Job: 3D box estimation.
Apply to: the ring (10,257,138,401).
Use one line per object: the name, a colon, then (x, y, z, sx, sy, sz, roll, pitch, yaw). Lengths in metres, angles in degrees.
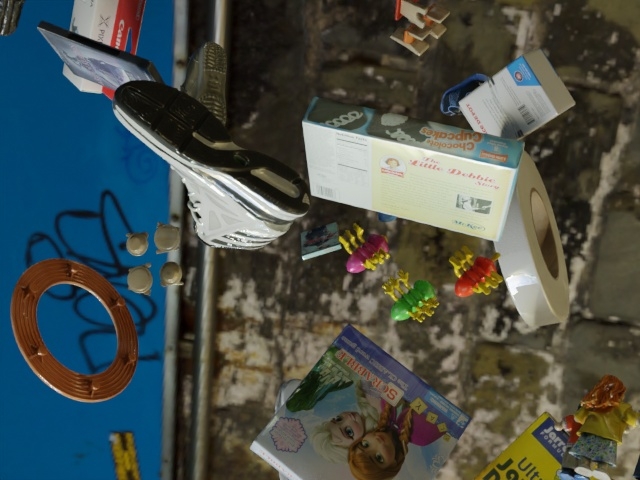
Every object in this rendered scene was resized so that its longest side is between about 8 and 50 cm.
ring: (-0.520, 0.187, 1.685, 0.336, 0.032, 0.336, 41, -148, -33)

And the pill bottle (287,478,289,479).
pill bottle: (-0.049, 0.461, 1.627, 0.067, 0.067, 0.120, -40, -70, -83)

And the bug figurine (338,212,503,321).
bug figurine: (0.162, 0.025, 1.320, 0.216, 0.279, 0.072, -35, -25, -19)

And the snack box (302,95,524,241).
snack box: (0.137, -0.108, 1.194, 0.187, 0.322, 0.060, 84, -155, -57)

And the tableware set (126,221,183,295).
tableware set: (-0.386, 0.042, 1.795, 0.020, 0.141, 0.168, 8, -103, -77)

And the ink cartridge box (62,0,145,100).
ink cartridge box: (-0.530, -0.502, 1.880, 0.261, 0.066, 0.296, 39, 120, 43)

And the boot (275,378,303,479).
boot: (-0.060, 0.455, 1.807, 0.123, 0.095, 0.258, 132, 141, -74)

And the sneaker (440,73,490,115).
sneaker: (0.412, -0.399, 2.251, 0.232, 0.081, 0.090, 142, 143, -68)

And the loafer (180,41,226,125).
loafer: (-0.271, -0.325, 1.770, 0.094, 0.087, 0.251, 14, -99, -42)

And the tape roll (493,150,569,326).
tape roll: (0.457, -0.007, 1.690, 0.392, 0.072, 0.391, 38, -135, -51)

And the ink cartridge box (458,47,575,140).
ink cartridge box: (0.428, -0.302, 1.702, 0.086, 0.148, 0.203, -30, -2, -39)

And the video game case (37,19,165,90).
video game case: (-0.458, -0.375, 1.684, 0.196, 0.274, 0.026, 71, -138, -71)

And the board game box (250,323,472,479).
board game box: (0.084, 0.378, 1.519, 0.318, 0.319, 0.066, -49, -9, -29)

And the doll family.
doll family: (0.463, 0.276, 1.110, 0.163, 0.263, 0.118, -65, -35, -27)

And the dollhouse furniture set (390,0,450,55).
dollhouse furniture set: (0.254, -0.611, 1.791, 0.259, 0.135, 0.262, -47, -19, -21)

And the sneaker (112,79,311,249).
sneaker: (-0.266, -0.121, 1.609, 0.257, 0.448, 0.169, -46, 15, 40)

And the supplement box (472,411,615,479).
supplement box: (0.454, 0.486, 1.516, 0.195, 0.194, 0.356, -44, -27, 1)

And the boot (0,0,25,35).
boot: (-0.697, -0.576, 1.467, 0.260, 0.348, 0.131, -46, 19, 27)

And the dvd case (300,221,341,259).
dvd case: (0.000, 0.000, 1.693, 0.119, 0.087, 0.013, -95, -13, -63)
